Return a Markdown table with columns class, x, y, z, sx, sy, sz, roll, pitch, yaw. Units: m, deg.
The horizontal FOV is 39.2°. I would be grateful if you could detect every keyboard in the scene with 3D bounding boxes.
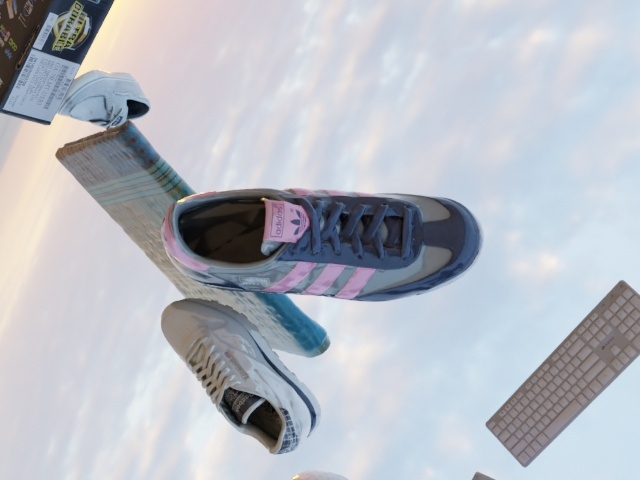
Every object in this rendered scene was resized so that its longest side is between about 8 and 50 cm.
| class | x | y | z | sx | sy | sz | roll | pitch | yaw |
| --- | --- | --- | --- | --- | --- | --- | --- | --- | --- |
| keyboard | 0.294 | 0.160 | 1.052 | 0.072 | 0.014 | 0.256 | 50 | -61 | 27 |

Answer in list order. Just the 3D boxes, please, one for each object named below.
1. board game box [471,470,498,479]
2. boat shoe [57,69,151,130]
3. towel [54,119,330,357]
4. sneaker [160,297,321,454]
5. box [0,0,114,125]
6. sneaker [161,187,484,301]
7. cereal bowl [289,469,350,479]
| class | x | y | z | sx | sy | sz | roll | pitch | yaw |
| --- | --- | --- | --- | --- | --- | --- | --- | --- | --- |
| board game box | 0.194 | 0.483 | 1.038 | 0.066 | 0.318 | 0.319 | 12 | -118 | 48 |
| boat shoe | -0.337 | -0.218 | 1.425 | 0.079 | 0.081 | 0.227 | -44 | 177 | 21 |
| towel | -0.166 | 0.006 | 1.144 | 0.040 | 0.370 | 0.271 | -49 | -156 | -23 |
| sneaker | -0.105 | 0.154 | 1.050 | 0.090 | 0.235 | 0.095 | -58 | 164 | 22 |
| box | -0.306 | -0.324 | 0.966 | 0.293 | 0.073 | 0.295 | -55 | -129 | 18 |
| sneaker | 0.000 | 0.000 | 0.874 | 0.131 | 0.319 | 0.112 | 61 | 26 | -75 |
| cereal bowl | 0.028 | 0.603 | 1.683 | 0.141 | 0.339 | 0.339 | -4 | -124 | 24 |
